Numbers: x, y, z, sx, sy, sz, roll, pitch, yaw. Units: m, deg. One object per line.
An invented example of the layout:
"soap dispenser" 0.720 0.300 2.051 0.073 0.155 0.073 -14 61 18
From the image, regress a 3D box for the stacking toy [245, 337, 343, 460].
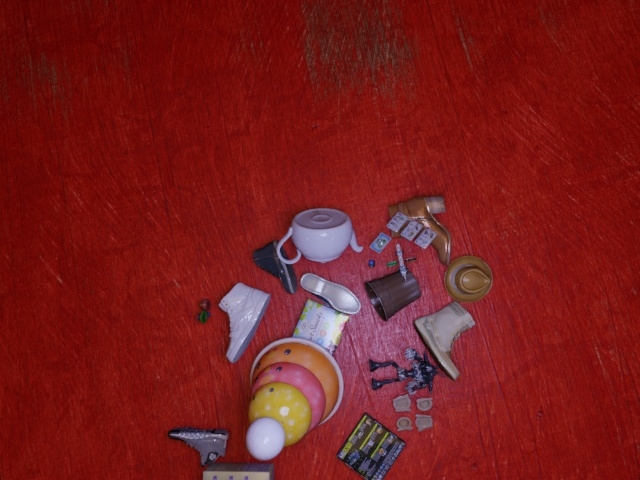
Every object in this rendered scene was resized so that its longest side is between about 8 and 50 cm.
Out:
"stacking toy" -0.120 0.549 1.571 0.351 0.480 0.350 1 97 9

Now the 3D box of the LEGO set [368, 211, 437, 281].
"LEGO set" 0.291 0.031 1.785 0.182 0.060 0.244 33 75 30

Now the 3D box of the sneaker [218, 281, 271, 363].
"sneaker" -0.328 0.308 1.848 0.169 0.108 0.292 23 73 8

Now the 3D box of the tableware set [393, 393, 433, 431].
"tableware set" 0.341 0.634 1.760 0.141 0.020 0.168 -6 107 2

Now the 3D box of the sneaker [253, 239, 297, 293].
"sneaker" -0.176 0.119 1.887 0.118 0.083 0.222 -24 83 15

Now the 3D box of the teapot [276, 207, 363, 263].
"teapot" 0.000 0.000 1.832 0.256 0.252 0.187 13 119 26

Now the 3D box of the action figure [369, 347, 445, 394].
"action figure" 0.322 0.485 1.759 0.276 0.141 0.164 -6 69 4

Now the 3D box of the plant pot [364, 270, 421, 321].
"plant pot" 0.278 0.195 1.804 0.165 0.167 0.167 -25 80 -8

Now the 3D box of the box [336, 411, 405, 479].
"box" 0.186 0.768 1.768 0.184 0.045 0.190 34 85 10

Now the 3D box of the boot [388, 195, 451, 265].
"boot" 0.385 -0.028 1.859 0.220 0.109 0.283 -10 91 9

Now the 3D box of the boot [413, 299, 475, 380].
"boot" 0.489 0.360 1.764 0.203 0.095 0.262 -27 52 -4

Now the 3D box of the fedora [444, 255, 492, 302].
"fedora" 0.569 0.149 1.810 0.194 0.079 0.194 0 92 -8

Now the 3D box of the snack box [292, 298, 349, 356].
"snack box" -0.007 0.351 1.833 0.174 0.070 0.207 23 82 6

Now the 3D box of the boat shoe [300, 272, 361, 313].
"boat shoe" 0.039 0.207 1.850 0.254 0.079 0.095 23 84 9

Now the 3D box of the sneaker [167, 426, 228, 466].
"sneaker" -0.460 0.772 1.785 0.229 0.086 0.132 3 83 3

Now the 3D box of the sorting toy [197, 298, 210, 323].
"sorting toy" -0.462 0.279 1.878 0.042 0.061 0.102 -1 53 17

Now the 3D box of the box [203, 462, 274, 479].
"box" -0.293 0.928 1.732 0.243 0.117 0.213 -1 80 4
